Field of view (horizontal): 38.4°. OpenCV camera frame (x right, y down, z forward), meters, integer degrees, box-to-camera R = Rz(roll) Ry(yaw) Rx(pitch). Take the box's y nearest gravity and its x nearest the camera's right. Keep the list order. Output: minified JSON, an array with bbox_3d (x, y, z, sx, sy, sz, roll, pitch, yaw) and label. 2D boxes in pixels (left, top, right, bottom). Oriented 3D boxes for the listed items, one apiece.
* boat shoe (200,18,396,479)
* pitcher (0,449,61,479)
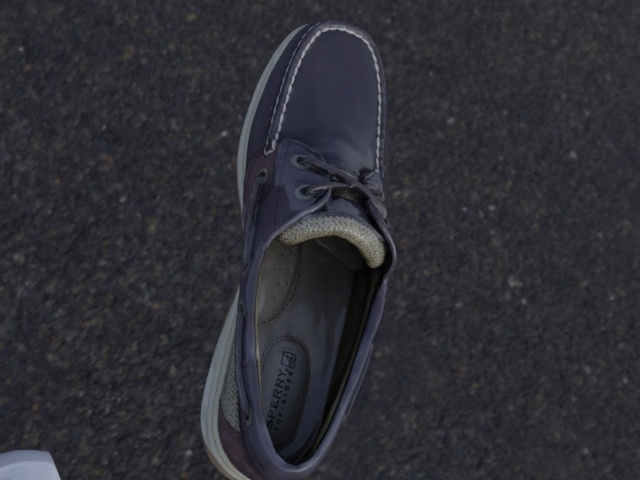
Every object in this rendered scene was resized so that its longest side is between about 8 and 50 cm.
[{"bbox_3d":[0.000,0.000,0.529,0.102,0.092,0.285,18,75,-21],"label":"boat shoe"},{"bbox_3d":[-0.419,0.327,1.117,0.207,0.178,0.125,-21,60,-22],"label":"pitcher"}]
